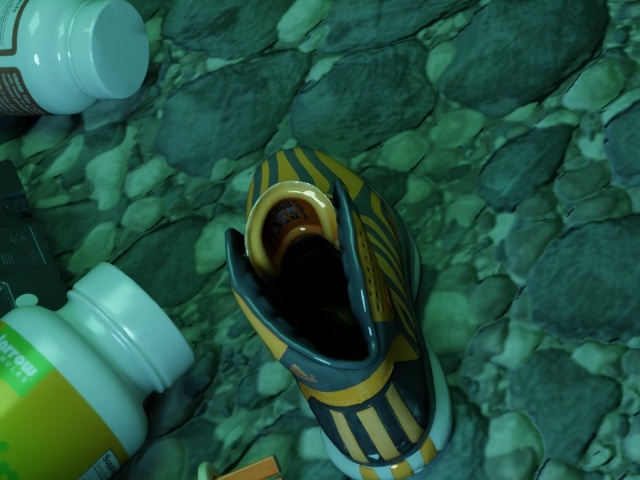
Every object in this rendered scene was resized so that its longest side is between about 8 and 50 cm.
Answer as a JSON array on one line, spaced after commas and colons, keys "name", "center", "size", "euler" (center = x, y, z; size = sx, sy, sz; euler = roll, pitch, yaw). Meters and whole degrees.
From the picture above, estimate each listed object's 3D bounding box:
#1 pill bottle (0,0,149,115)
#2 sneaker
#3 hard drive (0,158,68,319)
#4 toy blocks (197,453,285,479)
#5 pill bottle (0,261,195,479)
[{"name": "pill bottle", "center": [-0.274, -0.177, 1.372], "size": [0.216, 0.121, 0.121], "euler": [2, 50, 28]}, {"name": "sneaker", "center": [0.000, 0.000, 1.016], "size": [0.125, 0.180, 0.321], "euler": [-26, 43, 1]}, {"name": "hard drive", "center": [-0.383, 0.049, 1.161], "size": [0.339, 0.064, 0.237], "euler": [-12, 39, -20]}, {"name": "toy blocks", "center": [-0.043, 0.189, 0.948], "size": [0.148, 0.054, 0.123], "euler": [-22, 43, 6]}, {"name": "pill bottle", "center": [-0.210, 0.132, 1.026], "size": [0.246, 0.136, 0.136], "euler": [-44, 45, -17]}]
